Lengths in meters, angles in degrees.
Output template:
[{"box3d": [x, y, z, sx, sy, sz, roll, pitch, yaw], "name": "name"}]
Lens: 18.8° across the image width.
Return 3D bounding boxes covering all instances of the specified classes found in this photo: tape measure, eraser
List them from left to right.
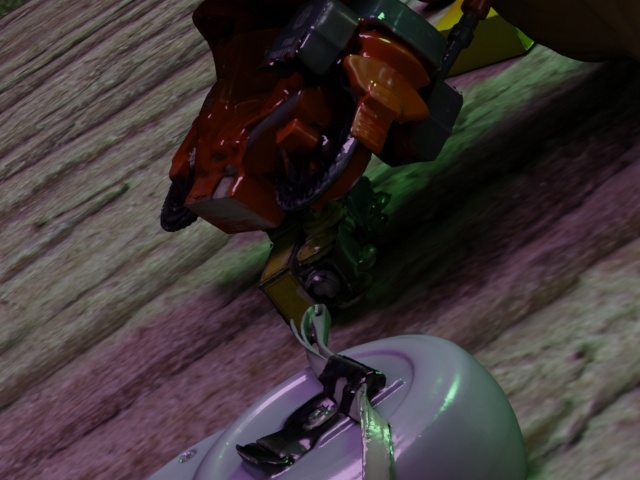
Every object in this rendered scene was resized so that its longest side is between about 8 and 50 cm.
[{"box3d": [0.009, 0.115, 0.974, 0.178, 0.105, 0.196, -38, 18, -23], "name": "tape measure"}, {"box3d": [0.155, -0.196, 1.648, 0.097, 0.045, 0.122, -12, 26, 43], "name": "eraser"}]

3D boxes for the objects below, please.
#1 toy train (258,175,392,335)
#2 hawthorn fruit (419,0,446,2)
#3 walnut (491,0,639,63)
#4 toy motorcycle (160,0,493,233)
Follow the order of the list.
[{"box3d": [0.000, 0.000, 1.362, 0.081, 0.060, 0.202, -33, 16, 19], "name": "toy train"}, {"box3d": [0.109, -0.267, 1.863, 0.077, 0.077, 0.077, -27, 19, 10], "name": "hawthorn fruit"}, {"box3d": [0.227, -0.276, 1.336, 0.333, 0.333, 0.333, -27, 19, 10], "name": "walnut"}, {"box3d": [-0.011, -0.106, 1.352, 0.221, 0.148, 0.325, -62, 21, -15], "name": "toy motorcycle"}]
